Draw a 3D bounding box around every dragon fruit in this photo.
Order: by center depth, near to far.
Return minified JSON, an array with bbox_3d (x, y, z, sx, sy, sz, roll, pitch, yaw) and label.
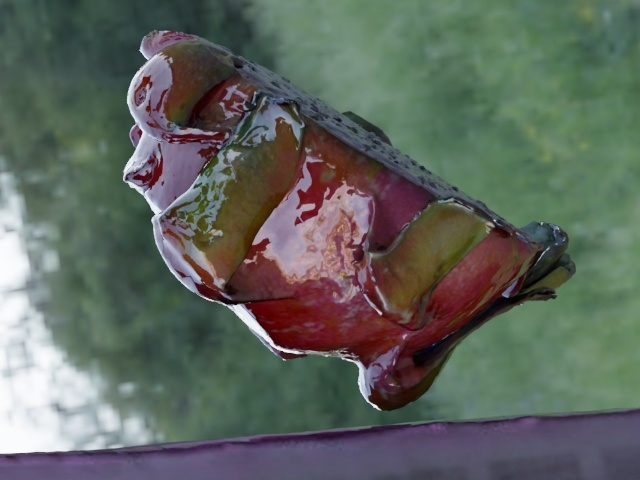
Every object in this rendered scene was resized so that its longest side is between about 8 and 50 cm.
[{"bbox_3d":[-0.004,-0.002,0.501,0.068,0.112,0.126,-59,-28,6],"label":"dragon fruit"}]

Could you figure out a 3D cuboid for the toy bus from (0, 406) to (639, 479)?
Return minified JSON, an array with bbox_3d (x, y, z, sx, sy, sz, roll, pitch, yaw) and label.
[{"bbox_3d":[-0.016,0.104,0.475,0.090,0.274,0.112,-21,73,60],"label":"toy bus"}]
